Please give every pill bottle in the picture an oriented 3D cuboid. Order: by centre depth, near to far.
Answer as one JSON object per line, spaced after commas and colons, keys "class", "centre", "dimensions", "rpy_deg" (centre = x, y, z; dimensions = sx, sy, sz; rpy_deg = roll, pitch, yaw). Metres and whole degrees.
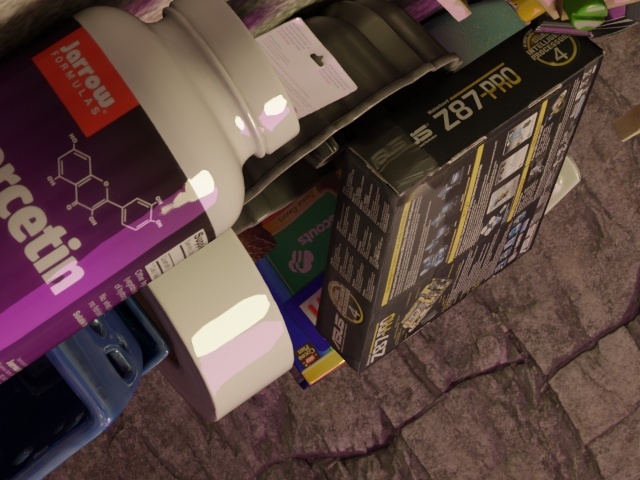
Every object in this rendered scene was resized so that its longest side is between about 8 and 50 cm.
{"class": "pill bottle", "centre": [-0.181, -0.036, 0.911], "dimensions": [0.323, 0.181, 0.181], "rpy_deg": [-35, 176, -8]}

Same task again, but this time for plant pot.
{"class": "plant pot", "centre": [-0.296, 0.098, 1.259], "dimensions": [0.236, 0.236, 0.212], "rpy_deg": [-36, -177, 22]}
{"class": "plant pot", "centre": [0.207, -0.195, 1.888], "dimensions": [0.252, 0.247, 0.248], "rpy_deg": [-40, 176, 4]}

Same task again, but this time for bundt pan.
{"class": "bundt pan", "centre": [-0.018, -0.139, 1.422], "dimensions": [0.331, 0.124, 0.331], "rpy_deg": [-36, 176, -3]}

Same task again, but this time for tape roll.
{"class": "tape roll", "centre": [-0.149, 0.042, 1.383], "dimensions": [0.100, 0.286, 0.286], "rpy_deg": [-34, 176, -16]}

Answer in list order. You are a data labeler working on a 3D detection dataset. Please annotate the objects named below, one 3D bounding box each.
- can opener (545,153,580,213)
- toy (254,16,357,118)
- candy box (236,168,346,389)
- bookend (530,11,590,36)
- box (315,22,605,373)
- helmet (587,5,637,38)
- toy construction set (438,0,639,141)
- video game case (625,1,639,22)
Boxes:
{"class": "can opener", "centre": [0.256, -0.033, 1.864], "dimensions": [0.280, 0.074, 0.093], "rpy_deg": [-48, 175, 30]}
{"class": "toy", "centre": [-0.103, -0.132, 1.196], "dimensions": [0.237, 0.056, 0.137], "rpy_deg": [-26, 153, 13]}
{"class": "candy box", "centre": [0.000, 0.000, 1.833], "dimensions": [0.268, 0.317, 0.122], "rpy_deg": [-35, 176, -7]}
{"class": "bookend", "centre": [0.274, -0.318, 1.401], "dimensions": [0.072, 0.157, 0.156], "rpy_deg": [-1, 161, -25]}
{"class": "box", "centre": [0.154, -0.044, 1.577], "dimensions": [0.318, 0.097, 0.395], "rpy_deg": [-36, 157, -24]}
{"class": "helmet", "centre": [0.408, -0.372, 1.944], "dimensions": [0.162, 0.169, 0.169], "rpy_deg": [-19, 179, 11]}
{"class": "toy construction set", "centre": [0.205, -0.227, 1.179], "dimensions": [0.237, 0.308, 0.257], "rpy_deg": [-31, 169, 13]}
{"class": "video game case", "centre": [0.393, -0.385, 1.415], "dimensions": [0.274, 0.026, 0.196], "rpy_deg": [-51, 149, -31]}
